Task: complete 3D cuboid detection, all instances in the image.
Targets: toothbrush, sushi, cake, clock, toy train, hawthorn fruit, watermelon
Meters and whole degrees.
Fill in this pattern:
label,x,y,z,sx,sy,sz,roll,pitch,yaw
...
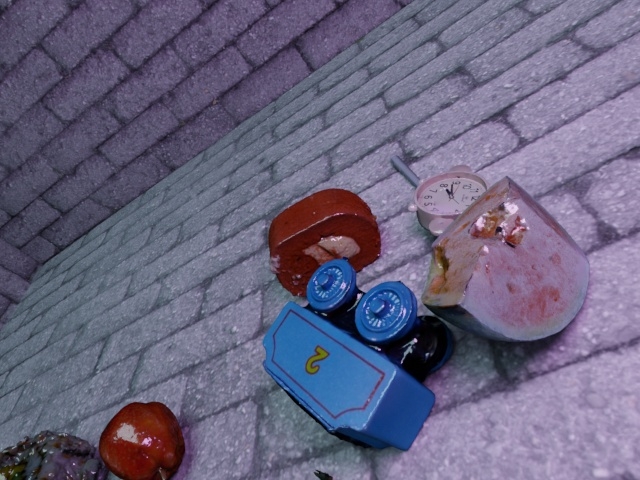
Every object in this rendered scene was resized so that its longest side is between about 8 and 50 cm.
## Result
label,x,y,z,sx,sy,sz,roll,pitch,yaw
toothbrush,0.239,-0.137,1.039,0.030,0.025,0.342,-15,36,-3
sushi,-0.719,0.654,1.000,0.418,0.176,0.417,-26,37,22
cake,0.000,0.000,0.996,0.283,0.177,0.150,-31,36,14
clock,0.273,-0.079,0.880,0.156,0.063,0.229,2,43,29
toy train,0.061,0.193,0.729,0.300,0.188,0.265,21,73,50
hawthorn fruit,-0.384,0.446,0.914,0.173,0.173,0.179,-43,78,-1
watermelon,0.286,0.056,0.684,0.322,0.188,0.175,-46,3,-30

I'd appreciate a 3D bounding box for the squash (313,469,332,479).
label,x,y,z,sx,sy,sz,roll,pitch,yaw
squash,-0.038,0.494,0.580,0.087,0.087,0.331,-13,42,36
